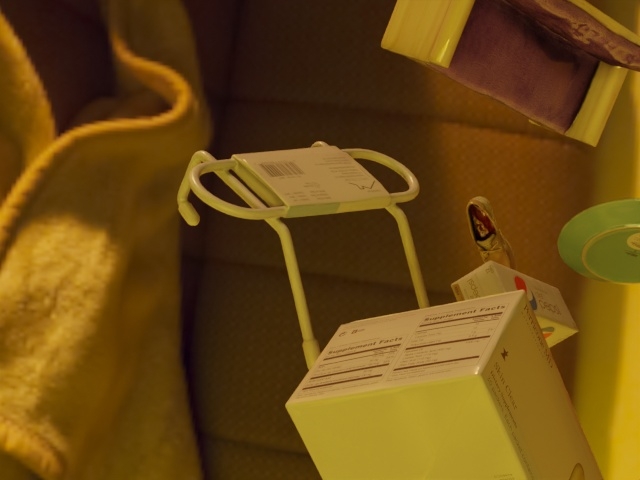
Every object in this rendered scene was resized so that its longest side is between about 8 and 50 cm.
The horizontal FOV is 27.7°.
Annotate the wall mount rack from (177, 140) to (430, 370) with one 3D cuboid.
[{"bbox_3d":[0.000,0.000,1.561,0.350,0.304,0.130,-8,133,-43],"label":"wall mount rack"}]

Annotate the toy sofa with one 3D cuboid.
[{"bbox_3d":[0.268,-0.241,1.663,0.363,0.177,0.150,19,96,-45],"label":"toy sofa"}]

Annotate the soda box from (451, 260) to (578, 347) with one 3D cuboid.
[{"bbox_3d":[0.261,0.092,1.735,0.216,0.069,0.074,21,42,-54],"label":"soda box"}]

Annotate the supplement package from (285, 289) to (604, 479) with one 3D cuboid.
[{"bbox_3d":[0.129,0.206,1.220,0.261,0.204,0.145,64,33,-19],"label":"supplement package"}]

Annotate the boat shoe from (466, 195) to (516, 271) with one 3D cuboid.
[{"bbox_3d":[0.248,0.001,1.927,0.135,0.050,0.045,65,23,4],"label":"boat shoe"}]

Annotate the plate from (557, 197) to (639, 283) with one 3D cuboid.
[{"bbox_3d":[0.396,0.011,1.649,0.188,0.188,0.024,70,23,-52],"label":"plate"}]
